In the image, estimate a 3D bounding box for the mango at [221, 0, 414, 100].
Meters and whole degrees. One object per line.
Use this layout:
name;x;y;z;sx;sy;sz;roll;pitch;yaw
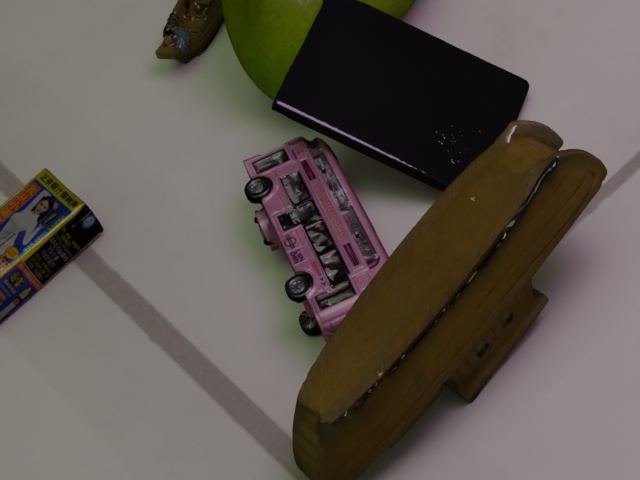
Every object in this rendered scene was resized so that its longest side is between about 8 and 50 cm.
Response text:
mango;0.001;-0.260;1.281;0.185;0.149;0.273;36;67;-7

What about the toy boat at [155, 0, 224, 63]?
toy boat;-0.124;-0.234;1.390;0.047;0.049;0.149;9;57;27

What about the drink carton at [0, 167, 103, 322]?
drink carton;-0.282;0.017;1.249;0.165;0.056;0.071;-42;58;-14

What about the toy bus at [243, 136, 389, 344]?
toy bus;0.000;0.000;1.146;0.090;0.063;0.203;-25;50;-3

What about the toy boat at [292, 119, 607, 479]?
toy boat;0.094;0.053;1.028;0.089;0.121;0.321;35;85;38

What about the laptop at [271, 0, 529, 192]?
laptop;0.070;-0.123;1.179;0.197;0.016;0.135;26;65;-1
